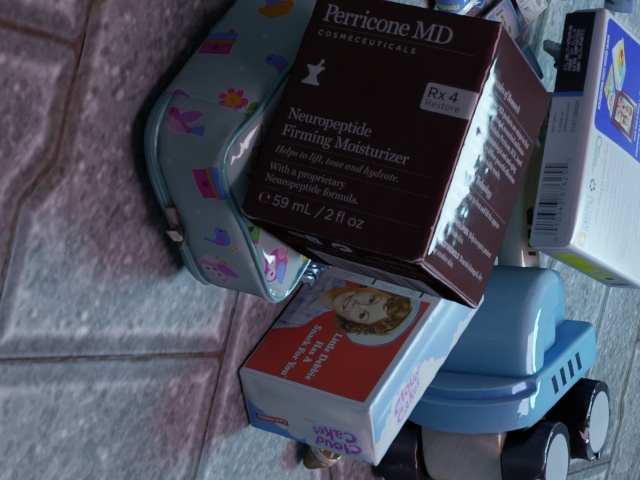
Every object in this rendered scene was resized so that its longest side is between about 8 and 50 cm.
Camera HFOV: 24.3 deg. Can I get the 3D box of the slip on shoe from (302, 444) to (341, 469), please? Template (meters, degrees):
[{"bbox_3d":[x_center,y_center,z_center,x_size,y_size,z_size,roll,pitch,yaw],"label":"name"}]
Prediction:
[{"bbox_3d":[0.021,0.210,1.691,0.041,0.051,0.135,-44,-170,43],"label":"slip on shoe"}]

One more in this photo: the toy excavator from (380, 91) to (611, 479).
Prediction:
[{"bbox_3d":[0.249,0.061,1.905,0.433,0.222,0.445,-30,120,-56],"label":"toy excavator"}]

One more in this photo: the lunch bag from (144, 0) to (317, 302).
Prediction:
[{"bbox_3d":[-0.042,-0.092,1.328,0.279,0.108,0.224,-57,150,-32],"label":"lunch bag"}]

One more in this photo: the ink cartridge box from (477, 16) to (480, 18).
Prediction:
[{"bbox_3d":[0.164,-0.165,1.798,0.145,0.045,0.179,-36,116,-52],"label":"ink cartridge box"}]

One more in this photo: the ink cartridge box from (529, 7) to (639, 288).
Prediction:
[{"bbox_3d":[0.381,-0.100,1.902,0.307,0.072,0.303,25,70,-53],"label":"ink cartridge box"}]

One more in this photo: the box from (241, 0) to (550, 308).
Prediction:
[{"bbox_3d":[0.066,-0.073,1.232,0.167,0.168,0.203,34,73,-63],"label":"box"}]

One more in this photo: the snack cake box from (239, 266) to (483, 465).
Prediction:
[{"bbox_3d":[0.049,0.097,1.557,0.264,0.152,0.089,-52,146,-39],"label":"snack cake box"}]

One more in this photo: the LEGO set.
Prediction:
[{"bbox_3d":[0.304,-0.251,1.911,0.244,0.060,0.182,-45,113,-49],"label":"LEGO set"}]

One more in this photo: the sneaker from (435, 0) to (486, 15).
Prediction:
[{"bbox_3d":[0.175,-0.304,1.712,0.144,0.053,0.059,-45,141,-32],"label":"sneaker"}]

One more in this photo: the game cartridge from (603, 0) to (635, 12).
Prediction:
[{"bbox_3d":[0.439,-0.483,2.022,0.355,0.068,0.230,61,46,-73],"label":"game cartridge"}]

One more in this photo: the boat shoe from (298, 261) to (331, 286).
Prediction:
[{"bbox_3d":[0.000,0.000,1.518,0.183,0.065,0.083,1,105,-58],"label":"boat shoe"}]
